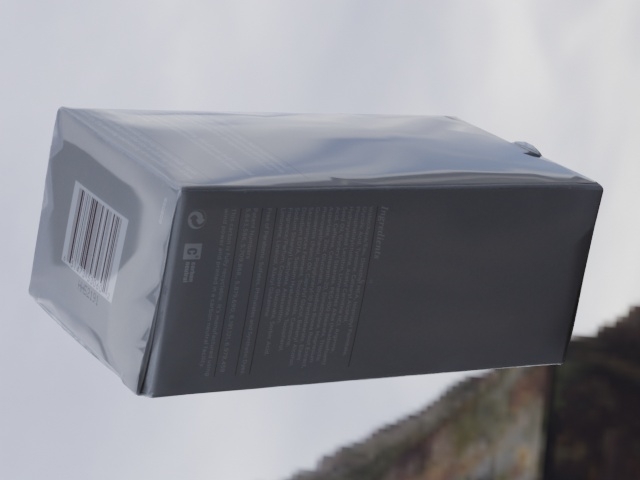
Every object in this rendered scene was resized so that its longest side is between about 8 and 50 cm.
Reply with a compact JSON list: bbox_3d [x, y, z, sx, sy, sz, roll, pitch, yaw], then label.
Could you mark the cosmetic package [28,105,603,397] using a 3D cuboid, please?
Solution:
[{"bbox_3d":[0.000,0.000,0.875,0.238,0.127,0.107,2,-72,-33],"label":"cosmetic package"}]
